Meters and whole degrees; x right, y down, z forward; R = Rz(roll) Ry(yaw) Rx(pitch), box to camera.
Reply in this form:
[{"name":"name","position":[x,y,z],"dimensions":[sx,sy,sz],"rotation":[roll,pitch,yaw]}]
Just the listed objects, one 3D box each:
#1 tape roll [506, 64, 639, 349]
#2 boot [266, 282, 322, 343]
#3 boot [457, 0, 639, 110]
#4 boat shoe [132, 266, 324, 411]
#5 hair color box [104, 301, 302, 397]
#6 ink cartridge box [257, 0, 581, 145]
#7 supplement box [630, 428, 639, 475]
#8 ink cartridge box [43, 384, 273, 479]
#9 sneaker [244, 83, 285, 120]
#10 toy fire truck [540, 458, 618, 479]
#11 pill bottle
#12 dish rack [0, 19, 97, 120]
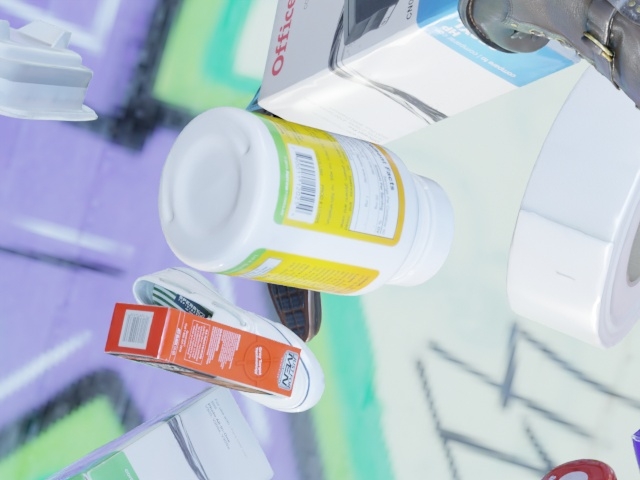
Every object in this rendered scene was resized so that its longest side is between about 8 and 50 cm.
[{"name":"tape roll","position":[0.286,-0.040,1.847],"dimensions":[0.286,0.100,0.286],"rotation":[-51,154,-37]},{"name":"boot","position":[0.000,0.000,2.025],"dimensions":[0.082,0.106,0.219],"rotation":[-16,-101,51]},{"name":"boot","position":[0.214,-0.160,1.507],"dimensions":[0.091,0.229,0.263],"rotation":[-43,158,-5]},{"name":"boat shoe","position":[-0.099,0.103,1.864],"dimensions":[0.076,0.226,0.083],"rotation":[-4,118,-53]},{"name":"hair color box","position":[-0.091,0.086,1.477],"dimensions":[0.072,0.141,0.043],"rotation":[2,-103,48]},{"name":"ink cartridge box","position":[0.122,-0.296,2.155],"dimensions":[0.395,0.166,0.285],"rotation":[-21,-129,50]},{"name":"supplement box","position":[0.387,0.199,1.568],"dimensions":[0.111,0.220,0.114],"rotation":[-32,115,-36]},{"name":"ink cartridge box","position":[-0.208,0.272,1.909],"dimensions":[0.211,0.121,0.289],"rotation":[-29,180,29]},{"name":"sneaker","position":[-0.066,-0.126,2.442],"dimensions":[0.341,0.125,0.139],"rotation":[-126,-129,-75]},{"name":"toy fire truck","position":[0.288,0.407,2.179],"dimensions":[0.302,0.254,0.169],"rotation":[32,-32,61]},{"name":"pill bottle","position":[-0.004,-0.026,1.607],"dimensions":[0.136,0.245,0.136],"rotation":[-12,-107,44]},{"name":"dish rack","position":[-0.364,-0.194,1.641],"dimensions":[0.285,0.333,0.072],"rotation":[-17,127,-78]}]
